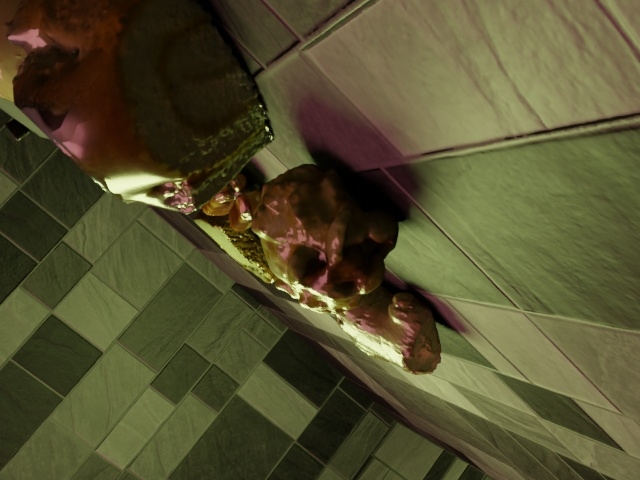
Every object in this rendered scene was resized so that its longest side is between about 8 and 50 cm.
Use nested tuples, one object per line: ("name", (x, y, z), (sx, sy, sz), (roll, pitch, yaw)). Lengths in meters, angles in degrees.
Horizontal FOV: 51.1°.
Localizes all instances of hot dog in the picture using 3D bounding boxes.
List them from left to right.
("hot dog", (-0.183, -0.091, 1.457), (0.135, 0.100, 0.337), (32, 169, -7))

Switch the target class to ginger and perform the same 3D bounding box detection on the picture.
("ginger", (0.136, 0.160, 1.372), (0.276, 0.130, 0.221), (38, 157, 11))

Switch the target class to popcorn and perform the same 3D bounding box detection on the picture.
("popcorn", (0.000, 0.000, 1.052), (0.255, 0.195, 0.256), (10, 130, 55))

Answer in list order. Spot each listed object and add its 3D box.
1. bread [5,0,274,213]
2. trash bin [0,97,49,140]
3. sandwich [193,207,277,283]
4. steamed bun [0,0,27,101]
("bread", (-0.252, -0.181, 0.957), (0.239, 0.264, 0.395), (25, 162, 29))
("trash bin", (-0.568, -0.351, 1.284), (0.217, 0.277, 0.262), (41, 178, 32))
("sandwich", (-0.233, 0.000, 1.925), (0.251, 0.087, 0.226), (49, 162, -29))
("steamed bun", (-0.469, -0.345, 1.065), (0.166, 0.232, 0.273), (18, 151, 51))
